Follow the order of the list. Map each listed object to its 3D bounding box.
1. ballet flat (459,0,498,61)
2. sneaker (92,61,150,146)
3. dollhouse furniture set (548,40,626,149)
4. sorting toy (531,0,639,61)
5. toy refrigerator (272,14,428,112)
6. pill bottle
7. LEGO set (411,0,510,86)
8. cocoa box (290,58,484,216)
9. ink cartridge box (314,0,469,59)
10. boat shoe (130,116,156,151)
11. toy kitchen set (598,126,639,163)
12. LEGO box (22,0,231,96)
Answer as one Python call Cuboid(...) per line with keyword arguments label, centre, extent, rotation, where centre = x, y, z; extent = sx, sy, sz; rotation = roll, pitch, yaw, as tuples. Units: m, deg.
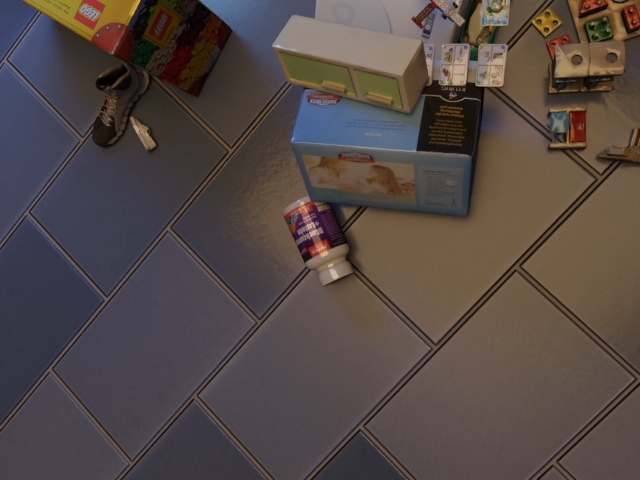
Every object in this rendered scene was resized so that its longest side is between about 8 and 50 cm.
Cuboid(label="ballet flat", centre=(0.355, -0.500, 1.337), extent=(0.083, 0.087, 0.248), rotation=(16, 93, 14))
Cuboid(label="sneaker", centre=(-0.519, -0.341, 1.545), extent=(0.086, 0.132, 0.229), rotation=(33, 97, 13))
Cuboid(label="dollhouse furniture set", centre=(0.529, -0.284, 1.267), extent=(0.128, 0.129, 0.184), rotation=(0, 88, 15))
Cuboid(label="sorting toy", centre=(0.581, -0.469, 1.298), extent=(0.274, 0.046, 0.133), rotation=(-16, 85, 15))
Cuboid(label="toy refrigerator", centre=(0.052, -0.323, 1.161), extent=(0.269, 0.102, 0.094), rotation=(20, 69, 25))
Cuboid(label="pill bottle", centre=(0.000, 0.000, 1.415), extent=(0.108, 0.108, 0.194), rotation=(-27, 83, 13))
Cuboid(label="LEGO set", centre=(0.258, -0.403, 1.174), extent=(0.182, 0.060, 0.245), rotation=(5, 91, 18))
Cuboid(label="cocoa box", centre=(0.143, -0.210, 1.282), extent=(0.346, 0.231, 0.228), rotation=(7, 65, 14))
Cuboid(label="ink cartridge box", centre=(0.149, -0.533, 1.267), extent=(0.308, 0.385, 0.091), rotation=(25, 54, 14))
Cuboid(label="boat shoe", centre=(-0.440, -0.269, 1.578), extent=(0.035, 0.035, 0.100), rotation=(-28, 77, -15))
Cuboid(label="toy kitchen set", centre=(0.611, -0.199, 1.280), extent=(0.068, 0.083, 0.075), rotation=(18, 95, 56))
Cuboid(label="LEGO box", centre=(-0.505, -0.557, 1.421), extent=(0.500, 0.372, 0.193), rotation=(32, 98, 14))
